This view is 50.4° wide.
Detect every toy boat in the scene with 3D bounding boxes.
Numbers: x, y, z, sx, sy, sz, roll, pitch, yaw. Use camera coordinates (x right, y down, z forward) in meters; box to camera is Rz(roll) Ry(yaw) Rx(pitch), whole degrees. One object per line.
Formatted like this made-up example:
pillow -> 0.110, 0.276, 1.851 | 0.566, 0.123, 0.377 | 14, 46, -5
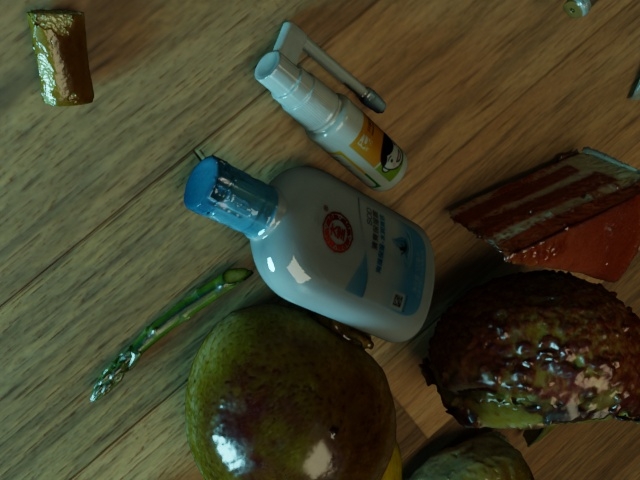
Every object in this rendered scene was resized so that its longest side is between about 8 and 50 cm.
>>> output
toy boat -> 0.417, 0.334, 1.311 | 0.066, 0.065, 0.172 | -9, 129, -3

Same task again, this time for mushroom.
mushroom -> -0.031, 0.194, 0.820 | 0.195, 0.263, 0.283 | 102, 7, -64

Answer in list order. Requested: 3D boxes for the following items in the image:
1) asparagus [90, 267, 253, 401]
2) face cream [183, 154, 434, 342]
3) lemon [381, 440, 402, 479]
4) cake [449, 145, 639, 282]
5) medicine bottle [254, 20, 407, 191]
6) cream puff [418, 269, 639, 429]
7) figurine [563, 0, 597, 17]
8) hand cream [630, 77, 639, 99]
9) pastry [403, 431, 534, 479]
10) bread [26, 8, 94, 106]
asparagus -> -0.178, 0.102, 0.792 | 0.236, 0.034, 0.027 | -39, 150, -3
face cream -> 0.000, 0.000, 0.780 | 0.337, 0.080, 0.163 | 27, 62, -36
lemon -> 0.022, 0.334, 0.968 | 0.188, 0.188, 0.256 | 1, 118, -34
cake -> 0.320, -0.004, 0.969 | 0.262, 0.158, 0.159 | -23, 127, -17
medicine bottle -> 0.021, -0.143, 0.755 | 0.221, 0.061, 0.092 | 34, 73, -42
cream puff -> 0.313, 0.159, 0.994 | 0.350, 0.350, 0.228 | 4, 75, -35
figurine -> 0.362, -0.352, 0.823 | 0.197, 0.093, 0.147 | -38, 110, 3
hand cream -> 0.520, -0.292, 0.992 | 0.087, 0.054, 0.186 | -9, 129, -24
pastry -> 0.262, 0.507, 1.268 | 0.330, 0.136, 0.329 | -17, 128, -23
bread -> -0.226, -0.159, 0.593 | 0.047, 0.036, 0.083 | -19, 126, -33
